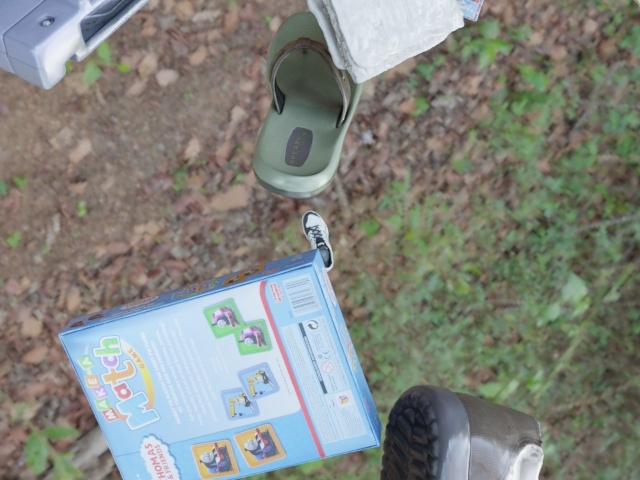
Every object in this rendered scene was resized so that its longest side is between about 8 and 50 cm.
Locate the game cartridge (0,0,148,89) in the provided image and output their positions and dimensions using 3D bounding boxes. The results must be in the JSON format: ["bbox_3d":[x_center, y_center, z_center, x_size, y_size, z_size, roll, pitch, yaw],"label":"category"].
[{"bbox_3d":[-0.213,-0.296,0.929,0.355,0.230,0.068,-51,159,-29],"label":"game cartridge"}]

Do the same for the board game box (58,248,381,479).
[{"bbox_3d":[-0.077,0.110,0.818,0.211,0.039,0.160,-16,107,11],"label":"board game box"}]

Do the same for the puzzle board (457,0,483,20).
[{"bbox_3d":[0.152,-0.341,1.328,0.011,0.128,0.096,-62,170,-45],"label":"puzzle board"}]

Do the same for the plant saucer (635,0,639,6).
[{"bbox_3d":[0.104,-0.129,0.382,0.037,0.241,0.241,-41,153,21],"label":"plant saucer"}]

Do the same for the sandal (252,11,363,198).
[{"bbox_3d":[-0.011,-0.175,1.209,0.120,0.303,0.086,3,136,2],"label":"sandal"}]

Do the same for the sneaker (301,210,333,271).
[{"bbox_3d":[0.000,0.000,1.365,0.031,0.083,0.037,-21,-176,-7],"label":"sneaker"}]

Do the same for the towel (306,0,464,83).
[{"bbox_3d":[0.055,-0.330,1.143,0.187,0.049,0.282,-30,114,-32],"label":"towel"}]

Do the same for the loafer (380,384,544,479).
[{"bbox_3d":[0.115,0.293,0.837,0.130,0.134,0.366,0,109,-19],"label":"loafer"}]
